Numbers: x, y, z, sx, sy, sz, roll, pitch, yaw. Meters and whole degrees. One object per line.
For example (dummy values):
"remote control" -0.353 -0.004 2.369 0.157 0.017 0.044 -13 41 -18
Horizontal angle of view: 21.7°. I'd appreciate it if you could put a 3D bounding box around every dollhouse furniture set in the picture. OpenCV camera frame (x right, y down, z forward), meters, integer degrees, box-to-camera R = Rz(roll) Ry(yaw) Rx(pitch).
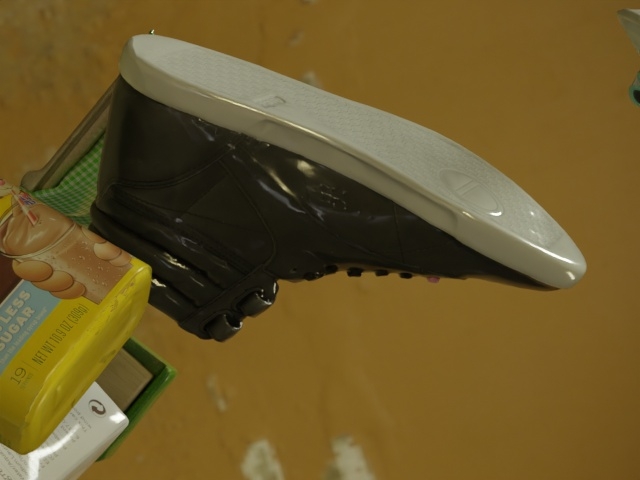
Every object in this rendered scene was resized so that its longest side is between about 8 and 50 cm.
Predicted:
"dollhouse furniture set" -0.153 0.013 1.314 0.151 0.301 0.197 39 0 10

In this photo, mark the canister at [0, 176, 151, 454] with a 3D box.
"canister" -0.188 0.020 0.861 0.170 0.126 0.073 30 -35 9

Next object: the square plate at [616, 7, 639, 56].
"square plate" 0.400 -0.020 1.257 0.344 0.049 0.347 50 -3 -32

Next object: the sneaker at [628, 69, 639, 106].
"sneaker" 0.244 -0.134 1.141 0.038 0.098 0.069 45 9 -22

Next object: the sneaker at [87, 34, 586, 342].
"sneaker" 0.000 0.000 0.972 0.104 0.295 0.147 -95 -152 -65

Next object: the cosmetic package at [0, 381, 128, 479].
"cosmetic package" -0.299 0.183 1.013 0.155 0.197 0.365 47 28 3
